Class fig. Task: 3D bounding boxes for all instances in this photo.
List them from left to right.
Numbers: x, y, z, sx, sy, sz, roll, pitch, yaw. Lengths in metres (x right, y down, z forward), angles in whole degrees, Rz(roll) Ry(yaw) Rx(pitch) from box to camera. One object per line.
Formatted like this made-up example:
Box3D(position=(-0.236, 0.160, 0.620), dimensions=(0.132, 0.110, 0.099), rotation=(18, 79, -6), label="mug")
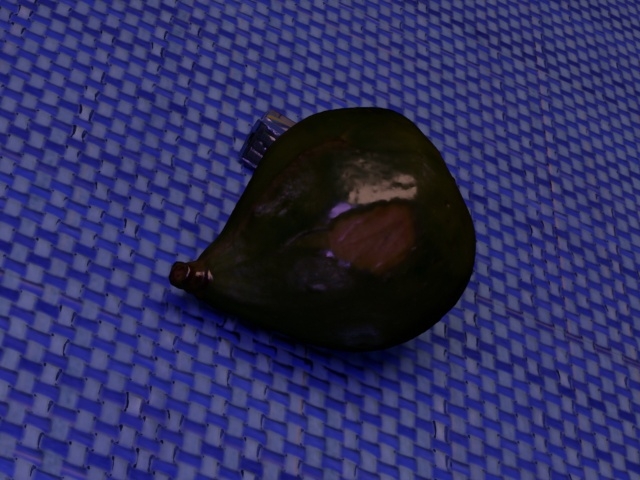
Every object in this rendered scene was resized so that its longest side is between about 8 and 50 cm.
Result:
Box3D(position=(0.000, 0.000, 1.215), dimensions=(0.245, 0.195, 0.195), rotation=(-18, 50, -6), label="fig")

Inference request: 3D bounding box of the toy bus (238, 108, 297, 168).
Box3D(position=(0.004, -0.060, 1.377), dimensions=(0.153, 0.051, 0.061), rotation=(29, 29, -3), label="toy bus")
